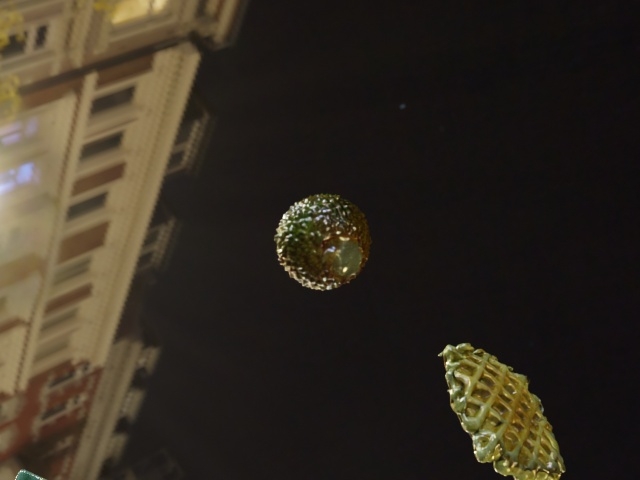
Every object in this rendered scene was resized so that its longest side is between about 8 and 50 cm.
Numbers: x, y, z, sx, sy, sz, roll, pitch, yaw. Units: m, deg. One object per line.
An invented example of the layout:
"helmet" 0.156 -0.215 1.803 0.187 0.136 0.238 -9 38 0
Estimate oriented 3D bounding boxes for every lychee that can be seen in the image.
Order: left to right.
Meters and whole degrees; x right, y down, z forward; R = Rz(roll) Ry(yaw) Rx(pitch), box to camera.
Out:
"lychee" 0.000 0.000 1.989 0.171 0.171 0.171 29 -48 39

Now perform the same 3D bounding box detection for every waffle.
"waffle" 0.243 0.232 1.656 0.054 0.214 0.208 -44 -137 22

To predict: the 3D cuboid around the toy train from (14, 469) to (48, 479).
"toy train" -0.210 0.360 1.307 0.299 0.167 0.238 20 -15 12
